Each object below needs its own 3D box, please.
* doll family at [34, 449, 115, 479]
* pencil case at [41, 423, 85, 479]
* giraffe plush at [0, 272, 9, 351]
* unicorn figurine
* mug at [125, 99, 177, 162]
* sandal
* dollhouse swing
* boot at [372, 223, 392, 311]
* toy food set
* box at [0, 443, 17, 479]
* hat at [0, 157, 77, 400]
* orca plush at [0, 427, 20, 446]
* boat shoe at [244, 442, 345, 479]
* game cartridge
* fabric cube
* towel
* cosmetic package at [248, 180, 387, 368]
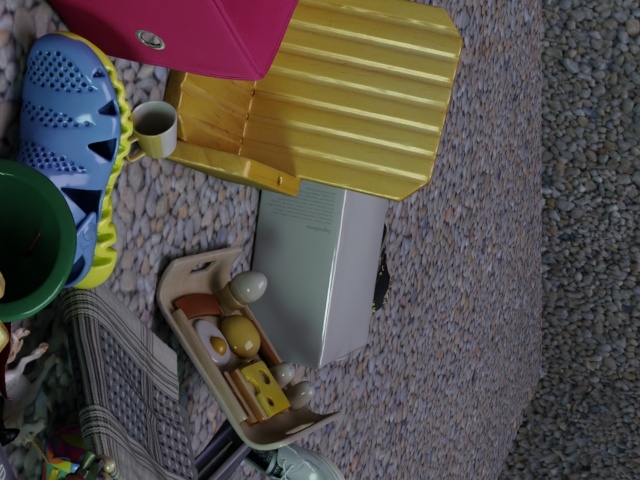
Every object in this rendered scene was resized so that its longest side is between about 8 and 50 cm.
[{"bbox_3d":[-0.272,0.301,1.387,0.111,0.076,0.193,-7,107,-78],"label":"doll family"},{"bbox_3d":[-0.311,0.349,1.723,0.104,0.104,0.236,-34,140,-60],"label":"pencil case"},{"bbox_3d":[-0.414,0.058,1.272,0.170,0.181,0.210,-45,134,-42],"label":"giraffe plush"},{"bbox_3d":[-0.353,0.173,1.618,0.111,0.060,0.162,-56,138,-15],"label":"unicorn figurine"},{"bbox_3d":[-0.222,-0.138,1.781,0.064,0.078,0.062,86,-7,-55],"label":"mug"},{"bbox_3d":[-0.296,-0.076,1.536,0.138,0.126,0.317,-30,128,-56],"label":"sandal"},{"bbox_3d":[0.001,-0.235,1.929,0.315,0.305,0.347,17,86,-69],"label":"dollhouse swing"},{"bbox_3d":[0.076,0.098,2.590,0.179,0.085,0.236,77,32,-52],"label":"boot"},{"bbox_3d":[-0.095,0.152,1.994,0.092,0.306,0.219,-36,171,22],"label":"toy food set"},{"bbox_3d":[-0.435,0.325,1.325,0.296,0.182,0.294,81,29,-44],"label":"box"},{"bbox_3d":[-0.374,0.036,1.501,0.183,0.173,0.208,139,-31,-62],"label":"hat"},{"bbox_3d":[-0.373,0.363,1.599,0.151,0.102,0.287,-1,102,-68],"label":"orca plush"},{"bbox_3d":[-0.064,0.364,2.212,0.081,0.227,0.079,-8,124,-60],"label":"boat shoe"},{"bbox_3d":[-0.212,0.383,1.939,0.230,0.068,0.355,-50,175,33],"label":"game cartridge"},{"bbox_3d":[-0.166,-0.364,1.511,0.258,0.254,0.259,57,49,-61],"label":"fabric cube"},{"bbox_3d":[-0.222,0.221,1.706,0.324,0.056,0.312,60,10,-51],"label":"towel"},{"bbox_3d":[0.000,0.000,2.259,0.217,0.156,0.385,-13,114,-66],"label":"cosmetic package"}]
